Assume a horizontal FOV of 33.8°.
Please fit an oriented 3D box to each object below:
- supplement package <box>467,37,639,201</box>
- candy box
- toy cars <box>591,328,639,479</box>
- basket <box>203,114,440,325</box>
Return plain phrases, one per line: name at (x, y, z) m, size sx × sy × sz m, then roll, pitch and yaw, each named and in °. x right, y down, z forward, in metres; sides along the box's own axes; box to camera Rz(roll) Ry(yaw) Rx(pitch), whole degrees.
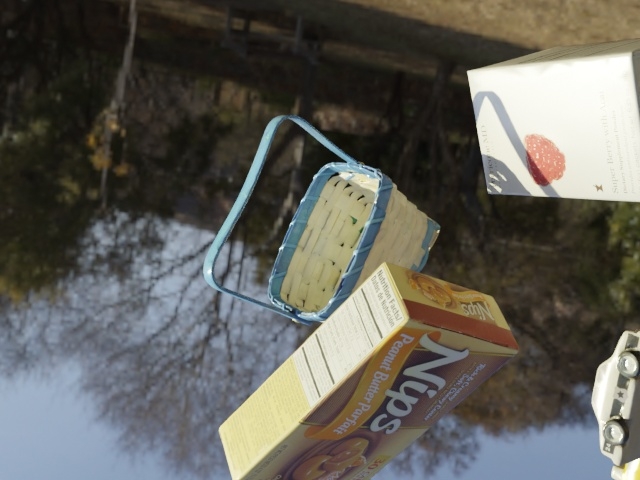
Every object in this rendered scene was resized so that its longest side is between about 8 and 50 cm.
supplement package at (0.352, -0.155, 1.331) m, size 0.175 × 0.178 × 0.293 m, roll -18°, pitch -167°, yaw -28°
candy box at (0.050, 0.172, 1.207) m, size 0.183 × 0.316 × 0.088 m, roll 18°, pitch -144°, yaw -39°
toy cars at (0.441, 0.274, 1.481) m, size 0.087 × 0.394 × 0.176 m, roll 17°, pitch -127°, yaw 42°
basket at (0.000, 0.000, 1.453) m, size 0.289 × 0.255 × 0.201 m, roll 32°, pitch 169°, yaw -34°
